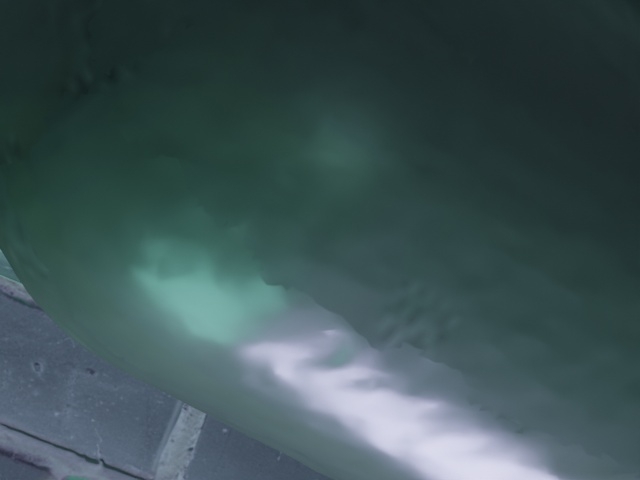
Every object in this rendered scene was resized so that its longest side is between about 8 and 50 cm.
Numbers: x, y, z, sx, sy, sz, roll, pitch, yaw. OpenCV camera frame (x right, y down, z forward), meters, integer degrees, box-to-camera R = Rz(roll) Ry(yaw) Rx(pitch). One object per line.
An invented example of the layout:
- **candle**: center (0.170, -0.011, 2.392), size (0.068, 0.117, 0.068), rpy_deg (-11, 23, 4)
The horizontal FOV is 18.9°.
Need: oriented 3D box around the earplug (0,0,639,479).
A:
- **earplug**: center (0.019, -0.038, 0.974), size (0.394, 0.313, 0.312), rpy_deg (27, 166, -33)
